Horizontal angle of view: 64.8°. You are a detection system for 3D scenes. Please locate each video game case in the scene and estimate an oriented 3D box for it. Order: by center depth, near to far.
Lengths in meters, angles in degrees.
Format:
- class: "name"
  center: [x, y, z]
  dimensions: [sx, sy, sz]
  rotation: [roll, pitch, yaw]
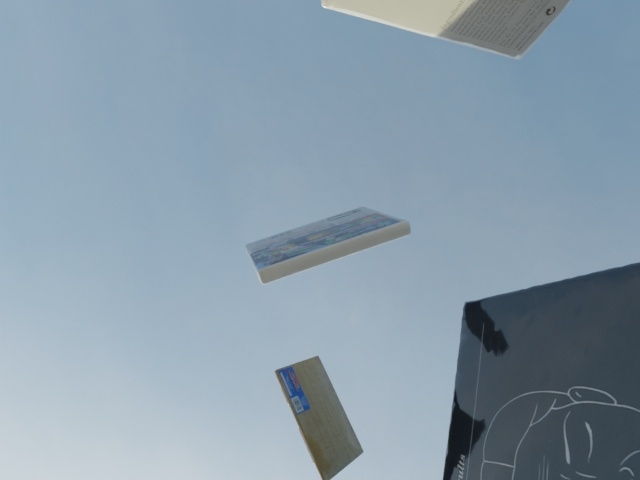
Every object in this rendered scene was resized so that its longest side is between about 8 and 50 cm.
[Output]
- class: "video game case"
  center: [0.000, 0.000, 0.708]
  dimensions: [0.202, 0.183, 0.023]
  rotation: [-18, -77, -10]

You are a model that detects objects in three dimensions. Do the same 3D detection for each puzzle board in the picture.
- class: "puzzle board"
  center: [-0.002, 0.201, 0.585]
  dimensions: [0.011, 0.096, 0.128]
  rotation: [-35, -108, 24]

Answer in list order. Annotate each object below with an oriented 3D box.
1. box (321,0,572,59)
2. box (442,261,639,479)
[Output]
- class: "box"
  center: [0.086, -0.220, 0.352]
  dimensions: [0.171, 0.091, 0.130]
  rotation: [4, -120, -23]
- class: "box"
  center: [0.272, 0.176, 0.316]
  dimensions: [0.212, 0.395, 0.293]
  rotation: [19, -110, -16]
